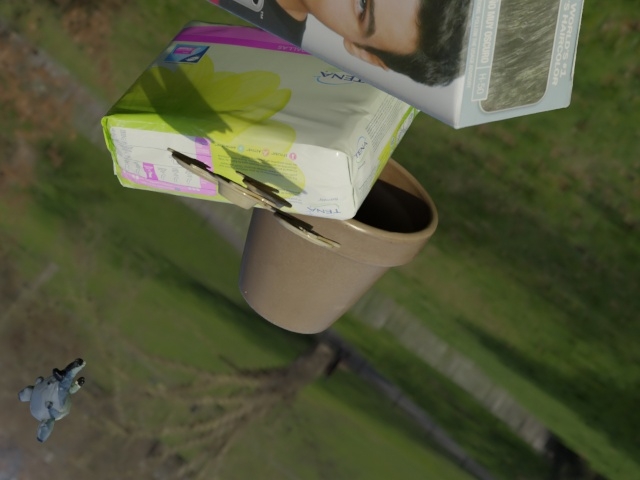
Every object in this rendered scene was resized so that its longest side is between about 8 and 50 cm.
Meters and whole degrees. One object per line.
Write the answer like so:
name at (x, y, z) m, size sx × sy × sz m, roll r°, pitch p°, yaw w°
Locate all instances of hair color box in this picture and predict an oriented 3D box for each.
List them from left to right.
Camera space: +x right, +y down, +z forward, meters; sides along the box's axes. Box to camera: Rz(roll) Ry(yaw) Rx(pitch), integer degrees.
hair color box at (0.034, -0.238, 1.102) m, size 0.374 × 0.113 × 0.185 m, roll 33°, pitch 127°, yaw 45°

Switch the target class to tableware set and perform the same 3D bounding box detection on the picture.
tableware set at (-0.063, -0.043, 1.383) m, size 0.141 × 0.020 × 0.168 m, roll 25°, pitch -173°, yaw -37°

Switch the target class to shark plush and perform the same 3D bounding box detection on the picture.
shark plush at (-0.334, 0.185, 1.875) m, size 0.073 × 0.067 × 0.161 m, roll 53°, pitch 140°, yaw 29°

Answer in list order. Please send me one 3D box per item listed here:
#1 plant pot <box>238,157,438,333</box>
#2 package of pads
plant pot at (0.000, 0.000, 2.040) m, size 0.263 × 0.229 × 0.263 m, roll 22°, pitch -152°, yaw -12°
package of pads at (-0.062, -0.135, 1.590) m, size 0.296 × 0.229 × 0.101 m, roll 9°, pitch 130°, yaw 20°
